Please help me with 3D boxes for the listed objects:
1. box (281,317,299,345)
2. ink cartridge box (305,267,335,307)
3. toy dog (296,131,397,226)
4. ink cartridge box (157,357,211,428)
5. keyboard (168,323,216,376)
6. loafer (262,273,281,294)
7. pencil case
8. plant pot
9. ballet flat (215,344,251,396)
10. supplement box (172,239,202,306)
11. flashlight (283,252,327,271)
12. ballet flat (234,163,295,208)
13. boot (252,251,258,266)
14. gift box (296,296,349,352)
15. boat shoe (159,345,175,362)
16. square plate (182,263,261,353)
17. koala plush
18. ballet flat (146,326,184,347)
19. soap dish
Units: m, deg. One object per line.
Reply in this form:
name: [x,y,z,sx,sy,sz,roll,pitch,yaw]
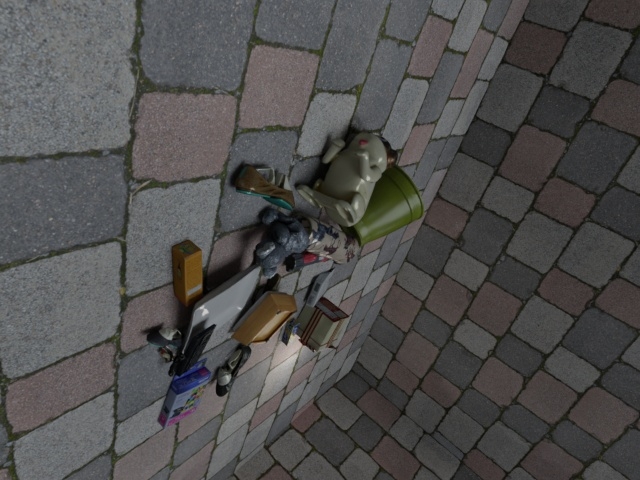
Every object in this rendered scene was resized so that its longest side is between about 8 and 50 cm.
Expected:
box: [-0.180,0.546,2.453,0.059,0.054,0.169,-23,141,-48]
ink cartridge box: [0.002,0.270,2.467,0.232,0.066,0.189,-53,165,-63]
toy dog: [0.166,-0.277,1.776,0.408,0.284,0.395,-59,140,-8]
ink cartridge box: [-0.612,0.697,1.877,0.185,0.065,0.311,-11,129,-57]
keyboard: [-0.530,0.468,1.663,0.201,0.033,0.317,-31,160,-48]
loafer: [-0.229,0.213,1.969,0.050,0.056,0.148,-10,139,-57]
pencil case: [0.000,0.000,1.899,0.410,0.183,0.160,22,59,-50]
plant pot: [0.270,-0.159,2.099,0.353,0.366,0.366,-36,151,-11]
ballet flat: [-0.454,0.642,2.062,0.281,0.095,0.096,-59,147,-17]
supplement box: [-0.457,0.115,1.419,0.080,0.078,0.234,-33,147,-40]
flashlight: [-0.051,0.076,2.066,0.103,0.103,0.304,-26,170,38]
ballet flat: [-0.184,-0.201,1.507,0.342,0.116,0.124,16,88,-60]
boot: [-0.277,0.090,1.749,0.106,0.037,0.114,-47,160,-47]
gift box: [0.004,0.533,2.515,0.255,0.276,0.258,4,119,-55]
boat shoe: [-0.600,0.437,1.597,0.043,0.049,0.137,-39,155,-27]
square plate: [-0.402,0.262,1.641,0.347,0.049,0.344,-36,163,-45]
koala plush: [-0.172,0.025,1.611,0.221,0.203,0.196,-55,158,-38]
ballet flat: [-0.567,0.354,1.527,0.074,0.074,0.203,-52,161,-7]
soap dish: [-0.260,0.379,1.981,0.291,0.118,0.229,-48,156,10]
